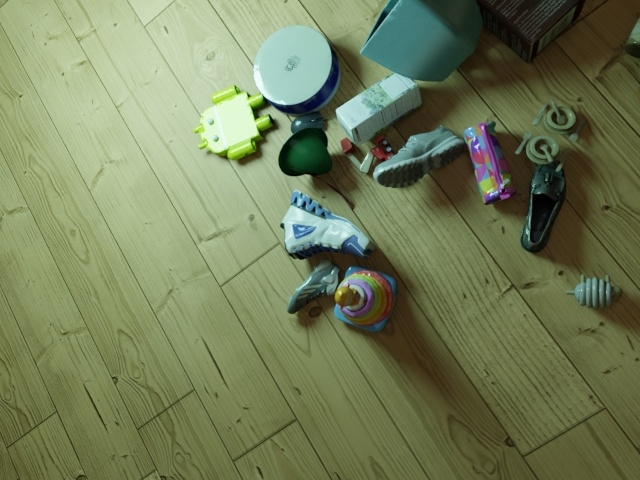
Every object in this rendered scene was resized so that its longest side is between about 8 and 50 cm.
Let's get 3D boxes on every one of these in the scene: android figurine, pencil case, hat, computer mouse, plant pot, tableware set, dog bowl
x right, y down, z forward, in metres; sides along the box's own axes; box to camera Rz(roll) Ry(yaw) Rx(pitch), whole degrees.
[{"bbox_3d":[-0.293,-0.385,1.801,0.273,0.056,0.248,-19,78,12],"label":"android figurine"},{"bbox_3d":[0.475,-0.215,1.520,0.104,0.104,0.236,-19,77,14],"label":"pencil case"},{"bbox_3d":[0.006,-0.214,1.609,0.183,0.208,0.173,48,124,33],"label":"hat"},{"bbox_3d":[0.016,-0.384,1.712,0.242,0.041,0.071,-16,78,14],"label":"computer mouse"},{"bbox_3d":[0.304,-0.595,1.520,0.252,0.247,0.248,33,55,-12],"label":"plant pot"},{"bbox_3d":[0.634,-0.294,1.485,0.128,0.039,0.194,29,75,18],"label":"tableware set"},{"bbox_3d":[-0.074,-0.537,1.726,0.265,0.104,0.265,-2,82,17],"label":"dog bowl"}]

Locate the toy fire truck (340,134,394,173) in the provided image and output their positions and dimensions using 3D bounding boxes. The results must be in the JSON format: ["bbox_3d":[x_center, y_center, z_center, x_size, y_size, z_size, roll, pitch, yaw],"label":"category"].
[{"bbox_3d":[0.157,-0.248,1.648,0.135,0.047,0.192,-29,77,12],"label":"toy fire truck"}]

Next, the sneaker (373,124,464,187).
[{"bbox_3d":[0.270,-0.243,1.575,0.281,0.105,0.115,-24,58,-13],"label":"sneaker"}]

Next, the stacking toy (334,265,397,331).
[{"bbox_3d":[0.099,0.154,1.480,0.166,0.302,0.175,17,87,18],"label":"stacking toy"}]

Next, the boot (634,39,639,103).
[{"bbox_3d":[0.860,-0.424,1.403,0.073,0.152,0.197,-26,74,-11],"label":"boot"}]

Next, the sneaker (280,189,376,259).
[{"bbox_3d":[-0.001,-0.001,1.622,0.315,0.127,0.182,33,89,25],"label":"sneaker"}]

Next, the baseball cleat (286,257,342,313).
[{"bbox_3d":[-0.015,0.155,1.636,0.109,0.072,0.206,36,95,18],"label":"baseball cleat"}]

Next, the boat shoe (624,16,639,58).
[{"bbox_3d":[0.977,-0.498,1.390,0.341,0.121,0.110,26,92,20],"label":"boat shoe"}]

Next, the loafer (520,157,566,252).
[{"bbox_3d":[0.608,-0.099,1.471,0.096,0.084,0.267,13,87,18],"label":"loafer"}]

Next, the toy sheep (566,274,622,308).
[{"bbox_3d":[0.710,0.135,1.413,0.132,0.091,0.091,-3,82,31],"label":"toy sheep"}]

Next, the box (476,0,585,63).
[{"bbox_3d":[0.529,-0.710,1.548,0.191,0.143,0.381,-43,75,8],"label":"box"}]

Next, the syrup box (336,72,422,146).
[{"bbox_3d":[0.173,-0.393,1.610,0.237,0.096,0.093,-34,61,1],"label":"syrup box"}]
